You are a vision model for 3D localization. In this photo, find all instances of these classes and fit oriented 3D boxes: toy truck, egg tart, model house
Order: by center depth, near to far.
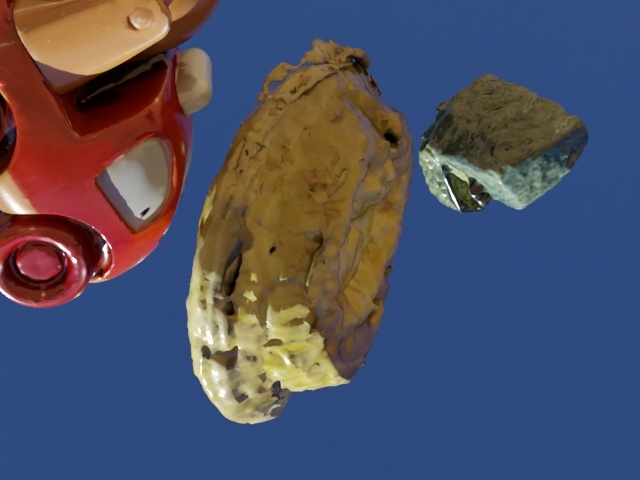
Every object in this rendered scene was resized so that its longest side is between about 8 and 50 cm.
[{"bbox_3d":[0.109,-0.048,0.925,0.079,0.066,0.083,-46,-140,-6],"label":"model house"},{"bbox_3d":[-0.146,-0.111,1.046,0.239,0.265,0.189,-22,-146,12],"label":"toy truck"},{"bbox_3d":[0.000,0.000,1.110,0.095,0.279,0.279,17,-128,20],"label":"egg tart"}]
